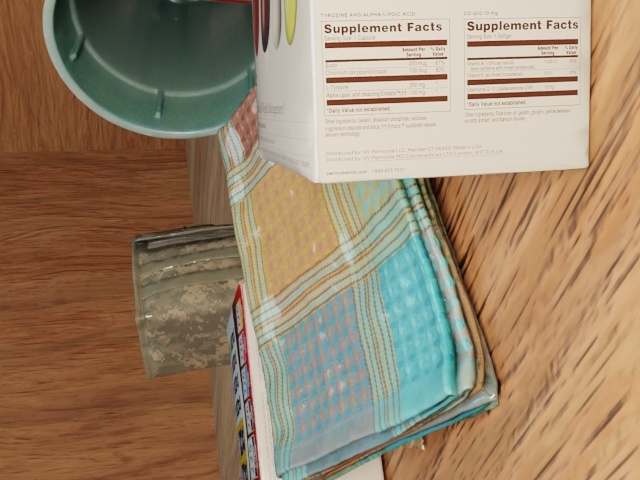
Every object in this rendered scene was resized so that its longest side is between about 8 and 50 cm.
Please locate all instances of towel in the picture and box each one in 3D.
[{"bbox_3d":[0.000,0.000,0.714,0.271,0.040,0.370,-42,54,47],"label":"towel"}]

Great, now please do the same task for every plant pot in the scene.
[{"bbox_3d":[-0.214,-0.389,1.289,0.334,0.341,0.341,-94,9,-46],"label":"plant pot"}]

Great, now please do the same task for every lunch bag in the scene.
[{"bbox_3d":[-0.188,0.063,1.408,0.287,0.235,0.169,-109,15,-51],"label":"lunch bag"}]

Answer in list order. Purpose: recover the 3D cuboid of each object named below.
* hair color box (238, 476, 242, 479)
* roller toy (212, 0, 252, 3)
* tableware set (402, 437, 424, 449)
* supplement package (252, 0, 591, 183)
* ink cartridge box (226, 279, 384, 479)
[{"bbox_3d":[-0.071,0.371,1.280,0.167,0.093,0.053,118,147,-66],"label":"hair color box"},{"bbox_3d":[-0.042,-0.283,0.765,0.191,0.209,0.146,-86,-6,-80],"label":"roller toy"},{"bbox_3d":[0.073,0.089,0.718,0.141,0.020,0.169,106,157,-61],"label":"tableware set"},{"bbox_3d":[0.043,-0.145,0.493,0.194,0.149,0.203,-146,53,-75],"label":"supplement package"},{"bbox_3d":[-0.026,0.226,0.951,0.272,0.130,0.309,115,150,-67],"label":"ink cartridge box"}]
